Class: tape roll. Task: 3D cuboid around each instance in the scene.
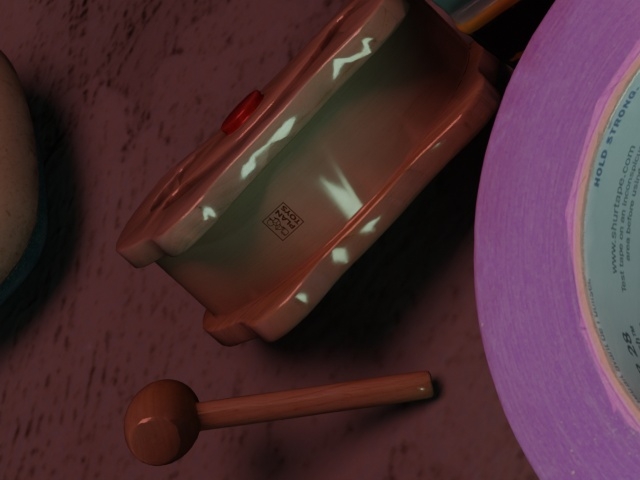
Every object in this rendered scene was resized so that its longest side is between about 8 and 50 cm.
[{"bbox_3d":[0.191,0.000,0.528,0.275,0.090,0.274,-6,81,37],"label":"tape roll"}]

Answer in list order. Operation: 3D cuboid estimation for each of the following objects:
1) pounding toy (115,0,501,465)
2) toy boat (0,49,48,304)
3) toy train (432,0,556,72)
[{"bbox_3d":[0.000,0.000,0.799,0.269,0.155,0.154,-47,13,1],"label":"pounding toy"},{"bbox_3d":[-0.316,-0.004,1.088,0.318,0.148,0.267,-35,51,17],"label":"toy boat"},{"bbox_3d":[0.099,-0.209,0.727,0.142,0.190,0.334,-31,48,29],"label":"toy train"}]
